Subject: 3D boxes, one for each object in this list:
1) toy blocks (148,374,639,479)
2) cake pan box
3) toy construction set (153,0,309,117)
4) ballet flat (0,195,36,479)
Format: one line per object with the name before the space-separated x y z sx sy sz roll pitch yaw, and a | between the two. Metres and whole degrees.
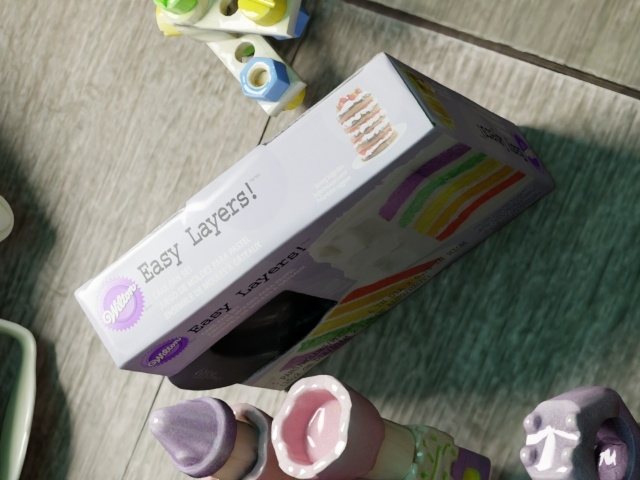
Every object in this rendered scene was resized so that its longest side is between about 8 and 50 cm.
toy blocks | 0.011 0.216 1.153 0.309 0.260 0.288 -9 65 40
cake pan box | 0.000 0.000 1.262 0.267 0.246 0.070 -37 68 14
toy construction set | -0.128 -0.241 1.424 0.328 0.151 0.215 22 91 15
ballet flat | -0.308 0.063 1.447 0.182 0.164 0.482 -6 81 -15
